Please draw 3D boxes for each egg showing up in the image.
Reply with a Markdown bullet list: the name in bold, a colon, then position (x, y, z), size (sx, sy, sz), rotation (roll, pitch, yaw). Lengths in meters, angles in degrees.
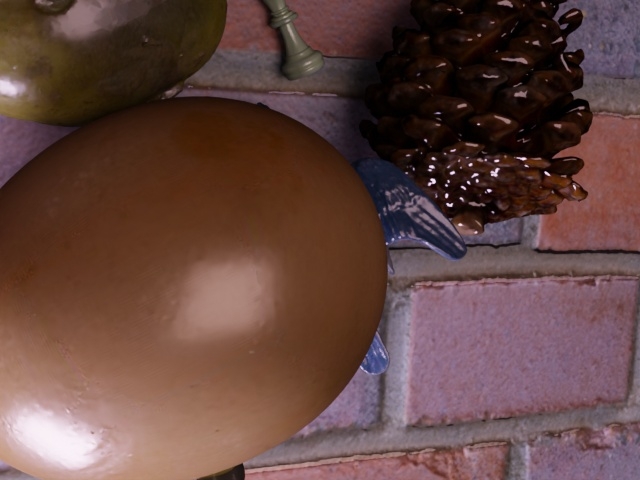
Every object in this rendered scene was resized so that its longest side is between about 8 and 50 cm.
- **egg**: position (-0.128, 0.043, 1.048), size (0.373, 0.301, 0.301), rotation (-19, 108, -10)

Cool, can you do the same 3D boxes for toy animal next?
- **toy animal**: position (0.000, 0.000, 1.215), size (0.176, 0.239, 0.256), rotation (27, 39, -56)

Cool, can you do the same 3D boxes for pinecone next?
- **pinecone**: position (0.152, -0.130, 1.249), size (0.224, 0.224, 0.273), rotation (17, 66, -33)

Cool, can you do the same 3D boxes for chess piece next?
- **chess piece**: position (-0.032, -0.201, 1.224), size (0.042, 0.042, 0.093), rotation (-32, 109, -24)

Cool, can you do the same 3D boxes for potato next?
- **potato**: position (-0.185, -0.191, 1.069), size (0.228, 0.148, 0.197), rotation (1, 112, -35)

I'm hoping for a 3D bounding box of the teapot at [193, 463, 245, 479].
- **teapot**: position (-0.129, 0.218, 1.195), size (0.165, 0.130, 0.119), rotation (-21, 128, -60)
